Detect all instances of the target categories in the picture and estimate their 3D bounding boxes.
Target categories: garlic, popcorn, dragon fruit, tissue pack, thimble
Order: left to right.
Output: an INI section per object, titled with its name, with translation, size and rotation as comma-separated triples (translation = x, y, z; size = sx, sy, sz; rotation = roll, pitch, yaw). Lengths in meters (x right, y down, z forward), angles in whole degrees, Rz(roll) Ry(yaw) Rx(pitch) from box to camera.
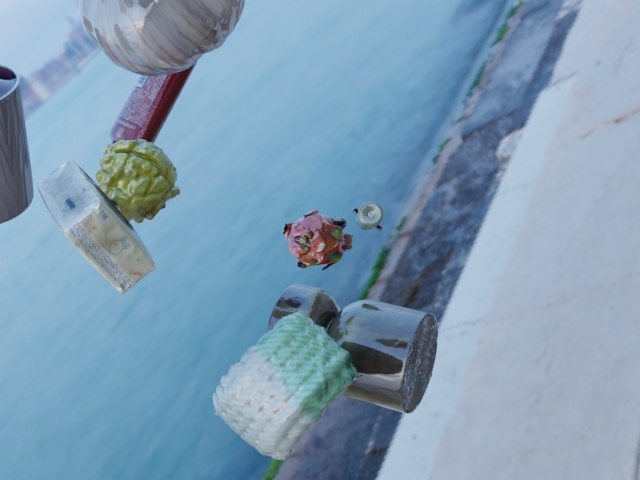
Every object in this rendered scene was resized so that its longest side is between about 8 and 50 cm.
[tissue pack]
translation = -0.376, -0.022, 1.580
size = 0.092, 0.196, 0.148
rotation = -36, 51, -7
[popcorn]
translation = -0.371, -0.115, 1.847
size = 0.173, 0.173, 0.142
rotation = -39, 41, 9
[garlic]
translation = -0.268, -0.424, 1.588
size = 0.317, 0.259, 0.317
rotation = -16, 50, 20
[thimble]
translation = -0.055, 0.228, 1.436
size = 0.219, 0.150, 0.219
rotation = -46, -8, -9
[dragon fruit]
translation = 0.001, -0.002, 1.371
size = 0.116, 0.086, 0.081
rotation = -14, 18, -39

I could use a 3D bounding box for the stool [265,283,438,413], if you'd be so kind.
[stool]
translation = 0.057, 0.187, 1.649
size = 0.264, 0.179, 0.179
rotation = 11, 45, 24

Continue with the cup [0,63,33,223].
[cup]
translation = -0.674, -0.167, 1.764
size = 0.208, 0.273, 0.288
rotation = 6, 36, 5

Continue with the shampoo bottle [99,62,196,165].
[shampoo bottle]
translation = -0.390, -0.291, 2.091
size = 0.118, 0.076, 0.314
rotation = 24, 85, 30

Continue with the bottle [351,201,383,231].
[bottle]
translation = 0.089, -0.040, 1.730
size = 0.047, 0.063, 0.101
rotation = -26, -5, -6
